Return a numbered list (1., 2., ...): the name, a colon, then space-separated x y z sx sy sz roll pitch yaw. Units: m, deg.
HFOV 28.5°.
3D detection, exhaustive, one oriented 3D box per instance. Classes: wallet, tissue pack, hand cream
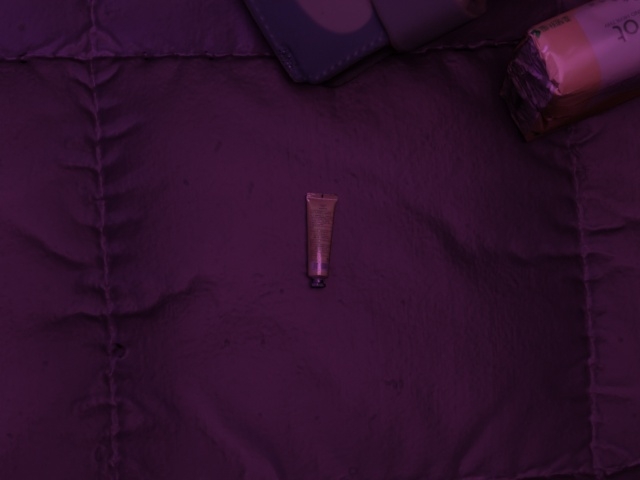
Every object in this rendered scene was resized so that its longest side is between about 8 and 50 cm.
1. wallet: 0.072 -0.319 1.267 0.360 0.083 0.252 -27 93 32
2. tissue pack: 0.311 -0.197 1.328 0.222 0.186 0.090 -22 78 -8
3. hand cream: 0.000 0.000 1.351 0.035 0.022 0.102 3 80 -8
